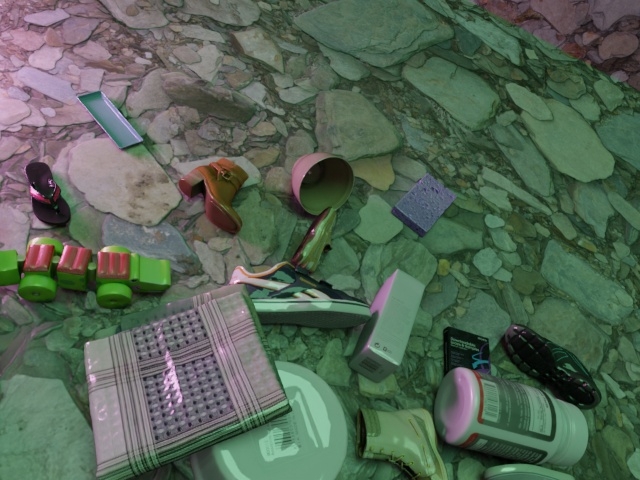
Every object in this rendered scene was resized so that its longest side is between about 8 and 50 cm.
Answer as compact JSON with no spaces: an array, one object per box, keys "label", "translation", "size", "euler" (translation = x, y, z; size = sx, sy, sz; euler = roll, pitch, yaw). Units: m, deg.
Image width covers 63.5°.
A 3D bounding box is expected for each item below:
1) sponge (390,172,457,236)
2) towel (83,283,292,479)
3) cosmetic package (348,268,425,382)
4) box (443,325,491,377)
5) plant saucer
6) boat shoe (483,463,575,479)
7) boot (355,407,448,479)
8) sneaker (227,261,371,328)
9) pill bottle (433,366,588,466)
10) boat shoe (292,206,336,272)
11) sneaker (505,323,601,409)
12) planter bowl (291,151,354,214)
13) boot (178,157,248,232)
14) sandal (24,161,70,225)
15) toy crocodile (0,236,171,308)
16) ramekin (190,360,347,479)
[{"label":"sponge","translation":[0.303,-0.106,1.499],"size":[0.117,0.031,0.210],"euler":[41,50,8]},{"label":"towel","translation":[-0.241,0.217,0.897],"size":[0.312,0.056,0.324],"euler":[-19,42,-13]},{"label":"cosmetic package","translation":[0.153,0.190,1.166],"size":[0.086,0.117,0.231],"euler":[31,51,-1]},{"label":"box","translation":[0.351,0.293,1.234],"size":[0.116,0.029,0.162],"euler":[18,50,-11]},{"label":"plant saucer","translation":[-0.523,-0.299,1.285],"size":[0.067,0.018,0.192],"euler":[-32,73,-37]},{"label":"boat shoe","translation":[0.447,0.523,1.078],"size":[0.228,0.079,0.081],"euler":[17,47,-16]},{"label":"boot","translation":[0.156,0.434,1.018],"size":[0.165,0.077,0.213],"euler":[8,49,-19]},{"label":"sneaker","translation":[-0.043,0.116,1.126],"size":[0.321,0.126,0.127],"euler":[7,60,-17]},{"label":"pill bottle","translation":[0.405,0.383,1.107],"size":[0.283,0.161,0.161],"euler":[18,51,-11]},{"label":"boat shoe","translation":[0.000,0.000,1.277],"size":[0.072,0.068,0.190],"euler":[37,59,-11]},{"label":"sneaker","translation":[0.577,0.306,1.299],"size":[0.267,0.101,0.106],"euler":[43,31,8]},{"label":"planter bowl","translation":[-0.009,-0.161,1.335],"size":[0.162,0.162,0.109],"euler":[-11,36,-29]},{"label":"boot","translation":[-0.224,-0.119,1.254],"size":[0.197,0.073,0.152],"euler":[44,47,7]},{"label":"sandal","translation":[-0.588,-0.106,1.102],"size":[0.067,0.040,0.179],"euler":[-19,66,-33]},{"label":"toy crocodile","translation":[-0.463,0.055,1.000],"size":[0.341,0.105,0.115],"euler":[7,54,-20]},{"label":"ramekin","translation":[-0.085,0.354,0.931],"size":[0.277,0.135,0.277],"euler":[12,53,-16]}]
